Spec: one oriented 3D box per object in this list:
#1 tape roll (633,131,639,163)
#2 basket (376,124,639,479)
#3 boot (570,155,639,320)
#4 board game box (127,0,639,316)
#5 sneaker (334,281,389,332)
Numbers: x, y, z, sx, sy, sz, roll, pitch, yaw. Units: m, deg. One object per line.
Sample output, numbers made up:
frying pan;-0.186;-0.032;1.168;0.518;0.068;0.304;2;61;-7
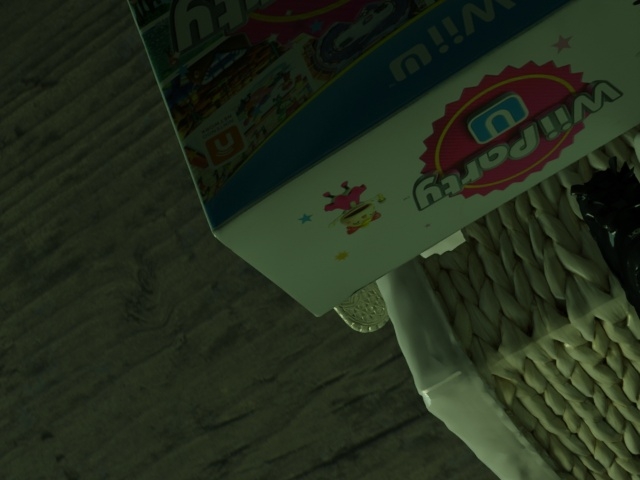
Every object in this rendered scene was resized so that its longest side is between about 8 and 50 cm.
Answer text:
tape roll;0.262;0.098;0.431;0.392;0.072;0.392;53;-166;-19
basket;0.212;0.022;0.860;0.331;0.266;0.328;45;-162;-41
boot;0.169;0.024;0.522;0.121;0.045;0.099;60;-171;-23
board game box;0.023;-0.151;0.479;0.097;0.224;0.303;44;-162;-53
sneaker;-0.001;0.001;0.836;0.152;0.058;0.084;50;-177;-17
